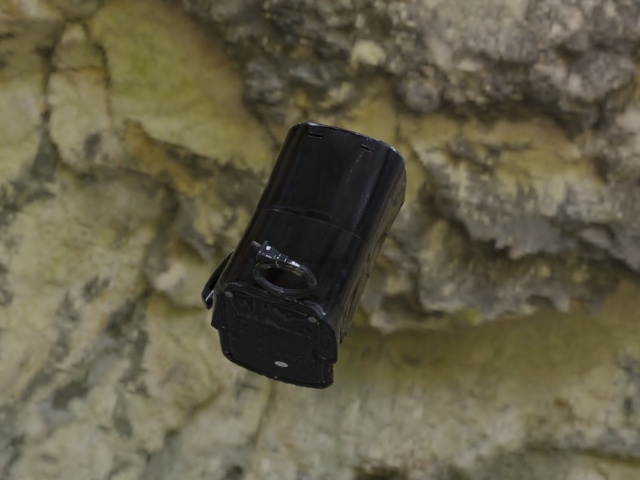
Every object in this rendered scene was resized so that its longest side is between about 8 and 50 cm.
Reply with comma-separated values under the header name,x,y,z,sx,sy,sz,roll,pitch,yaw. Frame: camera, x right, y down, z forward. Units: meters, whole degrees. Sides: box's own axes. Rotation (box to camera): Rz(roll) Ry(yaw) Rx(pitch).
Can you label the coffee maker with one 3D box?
name,x,y,z,sx,sy,sz,roll,pitch,yaw
coffee maker,0.000,0.000,1.002,0.120,0.178,0.171,28,-33,-9
